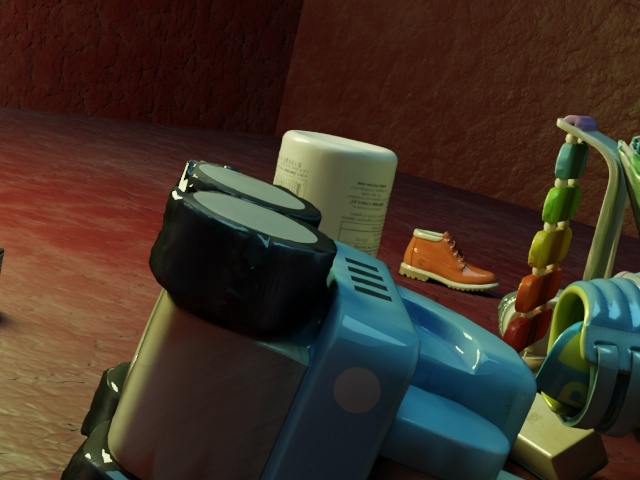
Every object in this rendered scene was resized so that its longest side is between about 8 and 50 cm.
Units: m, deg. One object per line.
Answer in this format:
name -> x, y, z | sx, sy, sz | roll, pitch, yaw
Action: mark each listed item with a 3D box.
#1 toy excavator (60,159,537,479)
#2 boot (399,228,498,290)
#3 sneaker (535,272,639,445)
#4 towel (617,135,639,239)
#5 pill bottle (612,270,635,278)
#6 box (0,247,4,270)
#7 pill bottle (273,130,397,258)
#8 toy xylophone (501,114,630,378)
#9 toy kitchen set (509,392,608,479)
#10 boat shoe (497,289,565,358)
toy excavator -> 0.080, 0.145, 0.764 | 0.445, 0.222, 0.433 | 20, 9, -7
boot -> 0.211, 0.032, 1.960 | 0.158, 0.084, 0.059 | 15, 7, 6
sneaker -> 0.287, 0.155, 0.997 | 0.208, 0.127, 0.319 | -2, 46, -23
towel -> 0.392, 0.065, 1.260 | 0.038, 0.247, 0.324 | -21, 35, 4
pill bottle -> 0.520, 0.109, 1.900 | 0.087, 0.087, 0.160 | 4, 13, -45
box -> -0.363, 0.032, 1.216 | 0.083, 0.062, 0.052 | 13, 10, 1
pill bottle -> 0.000, 0.000, 1.385 | 0.131, 0.229, 0.131 | 12, 9, -2
toy xylophone -> 0.289, 0.019, 1.426 | 0.081, 0.322, 0.236 | 17, 2, 20
toy kitchen set -> 0.284, 0.191, 1.150 | 0.207, 0.166, 0.122 | -29, 23, -15
boat shoe -> 0.384, 0.112, 1.608 | 0.320, 0.116, 0.099 | 6, 14, -9
